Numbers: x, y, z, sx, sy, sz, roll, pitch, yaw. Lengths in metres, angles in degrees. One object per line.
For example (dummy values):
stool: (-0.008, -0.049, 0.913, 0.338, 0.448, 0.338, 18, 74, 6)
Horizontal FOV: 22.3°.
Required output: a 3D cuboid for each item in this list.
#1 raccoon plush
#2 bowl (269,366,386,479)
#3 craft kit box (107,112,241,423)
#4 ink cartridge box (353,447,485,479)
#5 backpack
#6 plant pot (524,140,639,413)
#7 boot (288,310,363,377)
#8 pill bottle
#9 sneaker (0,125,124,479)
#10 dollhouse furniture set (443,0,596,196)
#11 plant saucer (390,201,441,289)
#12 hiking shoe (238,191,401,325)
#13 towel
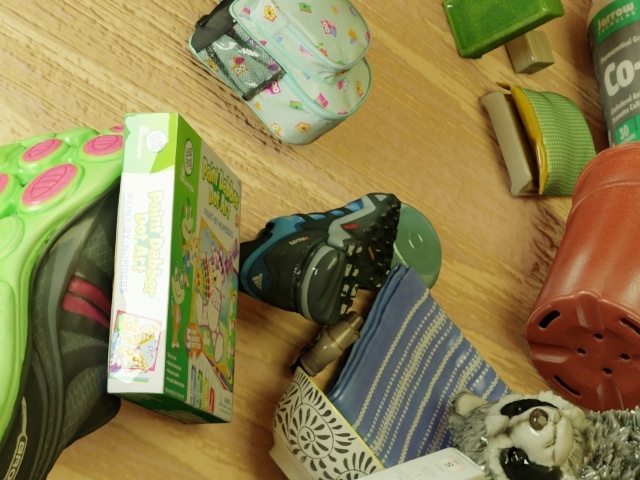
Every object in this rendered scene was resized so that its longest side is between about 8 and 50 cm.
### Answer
raccoon plush: (0.285, 0.345, 1.825, 0.216, 0.299, 0.446, -71, 159, -56)
bowl: (0.002, 0.215, 1.624, 0.170, 0.080, 0.170, 50, -4, 5)
craft kit box: (-0.128, 0.034, 1.487, 0.250, 0.061, 0.246, 48, 40, -75)
ink cartridge box: (0.043, 0.310, 1.548, 0.066, 0.189, 0.232, 32, 30, 34)
backpack: (-0.026, -0.208, 1.805, 0.188, 0.144, 0.166, 54, 35, -15)
plant pot: (0.398, 0.062, 2.036, 0.272, 0.272, 0.265, 49, 49, -16)
boot: (0.002, 0.113, 1.721, 0.087, 0.118, 0.042, -43, 87, -14)
pill bottle: (0.498, -0.260, 2.351, 0.204, 0.204, 0.361, 17, 57, -41)
sneaker: (-0.260, 0.069, 1.410, 0.482, 0.185, 0.202, -69, 151, -47)
dollhouse furniture set: (0.318, -0.217, 2.172, 0.198, 0.151, 0.301, -4, 72, -48)
plant saucer: (0.107, 0.004, 1.922, 0.119, 0.021, 0.119, 24, 53, -37)
hiking shoe: (0.000, 0.000, 1.738, 0.304, 0.132, 0.113, -28, 130, -69)
towel: (0.150, 0.211, 1.837, 0.336, 0.040, 0.243, 49, 42, -18)
